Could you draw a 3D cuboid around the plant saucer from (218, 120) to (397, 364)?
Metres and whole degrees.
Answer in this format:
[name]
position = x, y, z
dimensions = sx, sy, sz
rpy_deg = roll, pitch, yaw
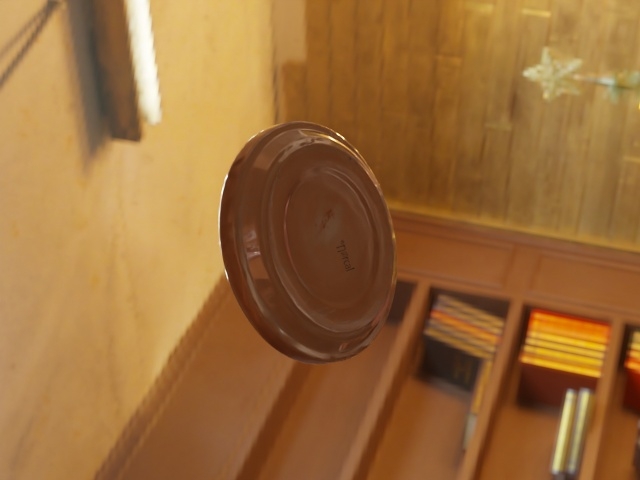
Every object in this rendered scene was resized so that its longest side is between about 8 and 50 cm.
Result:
[plant saucer]
position = 0.000, 0.000, 0.409
dimensions = 0.083, 0.013, 0.083
rpy_deg = 14, -109, -46
